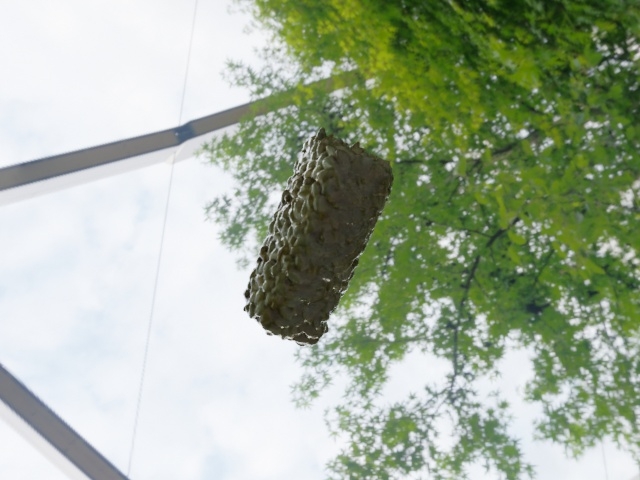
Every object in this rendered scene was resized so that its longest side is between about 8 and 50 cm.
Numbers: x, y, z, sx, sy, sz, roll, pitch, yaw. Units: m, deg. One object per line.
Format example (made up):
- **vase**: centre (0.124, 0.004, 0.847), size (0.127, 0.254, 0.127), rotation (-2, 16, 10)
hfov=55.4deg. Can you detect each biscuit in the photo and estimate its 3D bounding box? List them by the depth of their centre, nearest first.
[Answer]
- **biscuit**: centre (0.000, 0.000, 0.490), size (0.082, 0.070, 0.168), rotation (19, -81, -28)
